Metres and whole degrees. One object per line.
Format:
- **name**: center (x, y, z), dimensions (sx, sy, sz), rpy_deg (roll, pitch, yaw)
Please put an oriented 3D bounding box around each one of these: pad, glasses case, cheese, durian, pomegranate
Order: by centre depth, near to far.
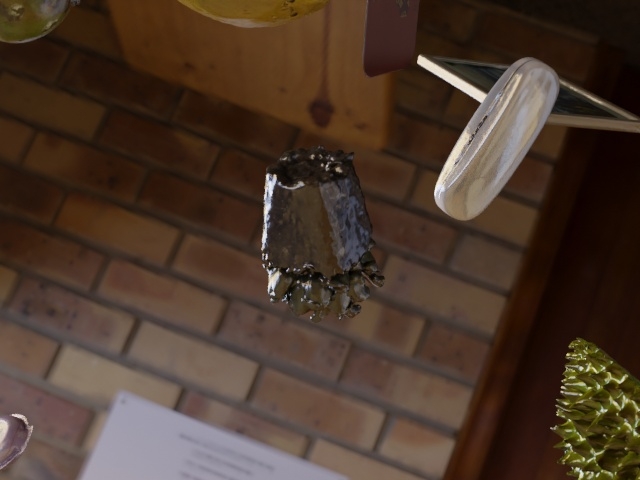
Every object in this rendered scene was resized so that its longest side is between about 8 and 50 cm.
- **durian**: center (0.366, 0.219, 1.462), dimensions (0.169, 0.158, 0.352), rpy_deg (-6, -144, -30)
- **pomegranate**: center (-0.389, -0.326, 1.615), dimensions (0.220, 0.156, 0.156), rpy_deg (36, 159, -16)
- **glasses case**: center (0.231, -0.132, 1.783), dimensions (0.092, 0.233, 0.059), rpy_deg (22, -168, -47)
- **pad**: center (0.100, -0.352, 1.790), dimensions (0.004, 0.267, 0.181), rpy_deg (10, -163, 24)
- **cheese**: center (-0.493, 0.306, 2.013), dimensions (0.191, 0.105, 0.042), rpy_deg (-17, 131, 35)

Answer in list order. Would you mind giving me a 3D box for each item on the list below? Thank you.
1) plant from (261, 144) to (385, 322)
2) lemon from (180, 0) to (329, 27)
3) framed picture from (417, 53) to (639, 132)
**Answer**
- **plant**: center (0.000, 0.000, 1.081), dimensions (0.094, 0.092, 0.143), rpy_deg (9, 123, 21)
- **lemon**: center (-0.066, -0.298, 1.249), dimensions (0.260, 0.204, 0.204), rpy_deg (22, 165, 32)
- **framed picture**: center (0.310, -0.217, 2.009), dimensions (0.232, 0.024, 0.315), rpy_deg (3, -161, -24)
